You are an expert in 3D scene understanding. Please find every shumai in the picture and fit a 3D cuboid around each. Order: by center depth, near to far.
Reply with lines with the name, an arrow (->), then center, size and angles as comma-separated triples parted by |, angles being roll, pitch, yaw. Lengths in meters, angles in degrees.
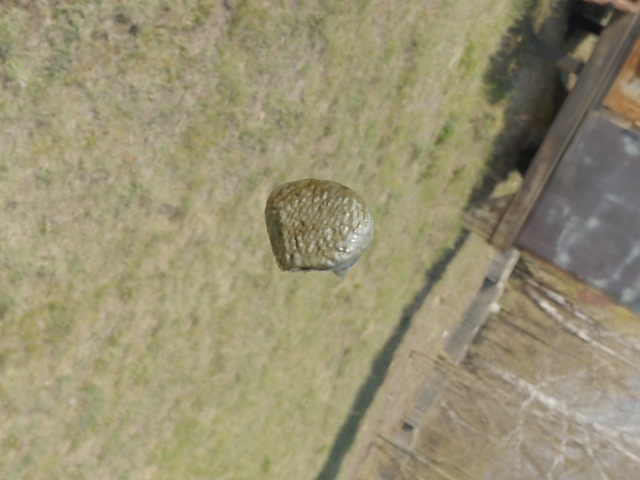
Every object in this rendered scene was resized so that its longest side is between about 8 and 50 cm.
shumai -> 0.004, -0.001, 1.088 | 0.145, 0.145, 0.116 | -55, 156, -19
